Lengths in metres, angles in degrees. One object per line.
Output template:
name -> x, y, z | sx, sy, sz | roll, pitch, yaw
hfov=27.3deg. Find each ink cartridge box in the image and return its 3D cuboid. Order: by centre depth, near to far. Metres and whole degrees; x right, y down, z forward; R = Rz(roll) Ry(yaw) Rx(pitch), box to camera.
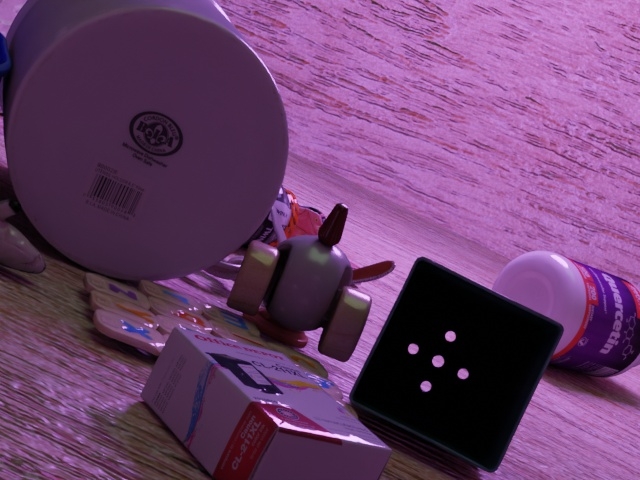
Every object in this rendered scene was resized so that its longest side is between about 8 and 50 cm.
ink cartridge box -> -0.048, 0.148, 1.071 | 0.127, 0.072, 0.175 | 18, 12, -40

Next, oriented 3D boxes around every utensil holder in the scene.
utensil holder -> -0.217, -0.155, 1.565 | 0.327, 0.328, 0.385 | 23, 10, -19

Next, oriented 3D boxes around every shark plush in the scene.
shark plush -> -0.347, -0.002, 1.277 | 0.161, 0.073, 0.067 | 7, -17, 16

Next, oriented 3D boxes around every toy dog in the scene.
toy dog -> -0.012, 0.019, 1.560 | 0.220, 0.161, 0.333 | 24, 6, -23

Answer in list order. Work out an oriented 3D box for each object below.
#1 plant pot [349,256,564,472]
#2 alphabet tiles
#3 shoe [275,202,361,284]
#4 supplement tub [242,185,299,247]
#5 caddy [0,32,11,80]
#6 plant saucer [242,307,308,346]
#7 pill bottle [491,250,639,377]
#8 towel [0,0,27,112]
plant pot -> 0.137, 0.131, 1.430 | 0.165, 0.166, 0.234 | 26, -3, 2
alphabet tiles -> -0.104, 0.111, 1.309 | 0.278, 0.021, 0.284 | 22, 9, -20
shoe -> 0.000, 0.000, 2.081 | 0.178, 0.081, 0.063 | 27, 9, 5
supplement tub -> -0.130, -0.056, 1.918 | 0.190, 0.117, 0.117 | 18, 11, -41
caddy -> -0.480, -0.210, 1.481 | 0.241, 0.179, 0.341 | 14, 16, -21
plant saucer -> -0.052, 0.100, 1.553 | 0.083, 0.013, 0.083 | 25, 8, -4
pill bottle -> 0.444, 0.133, 2.245 | 0.323, 0.181, 0.181 | 17, 12, -45
towel -> -0.569, -0.326, 2.017 | 0.331, 0.053, 0.317 | 18, 32, -13
